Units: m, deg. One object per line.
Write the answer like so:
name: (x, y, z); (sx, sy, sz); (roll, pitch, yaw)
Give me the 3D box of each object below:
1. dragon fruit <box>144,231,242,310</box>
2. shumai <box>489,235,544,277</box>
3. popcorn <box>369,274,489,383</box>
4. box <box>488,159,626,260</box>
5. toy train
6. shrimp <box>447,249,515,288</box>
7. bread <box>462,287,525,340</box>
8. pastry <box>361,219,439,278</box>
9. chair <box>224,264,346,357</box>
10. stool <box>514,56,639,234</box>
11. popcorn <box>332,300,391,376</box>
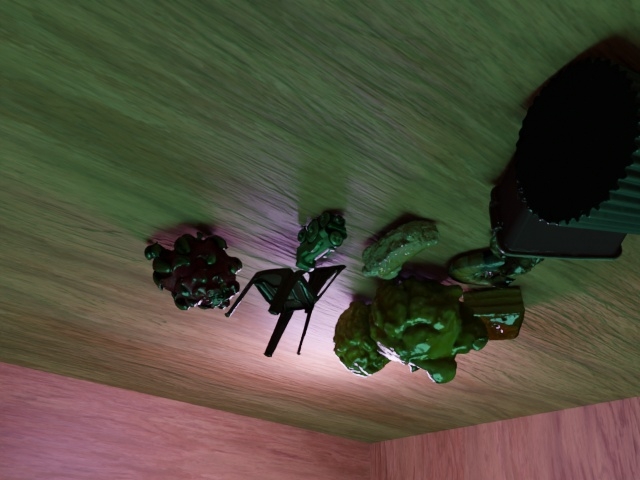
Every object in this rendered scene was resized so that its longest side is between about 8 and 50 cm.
dragon fruit: (-0.337, 0.086, 1.976); (0.272, 0.198, 0.218); (-10, 135, 20)
shumai: (0.507, 0.030, 1.928); (0.139, 0.105, 0.123); (-2, 136, -15)
popcorn: (0.285, 0.229, 2.174); (0.279, 0.274, 0.335); (34, 168, -23)
box: (0.524, -0.077, 1.635); (0.293, 0.193, 0.167); (2, 149, -3)
toy train: (0.000, 0.000, 1.903); (0.071, 0.105, 0.178); (20, 148, -26)
shrimp: (0.502, 0.078, 2.101); (0.290, 0.054, 0.222); (-18, 148, 33)
bread: (0.530, 0.235, 2.361); (0.184, 0.111, 0.234); (-3, 155, 9)
pastry: (0.199, 0.025, 1.963); (0.121, 0.089, 0.258); (9, 154, -23)
chair: (-0.076, 0.126, 2.010); (0.175, 0.326, 0.183); (-8, 130, 35)
stool: (0.576, -0.146, 1.385); (0.330, 0.297, 0.297); (10, 153, -25)
popcorn: (0.147, 0.294, 2.388); (0.173, 0.225, 0.286); (-33, 176, 36)
